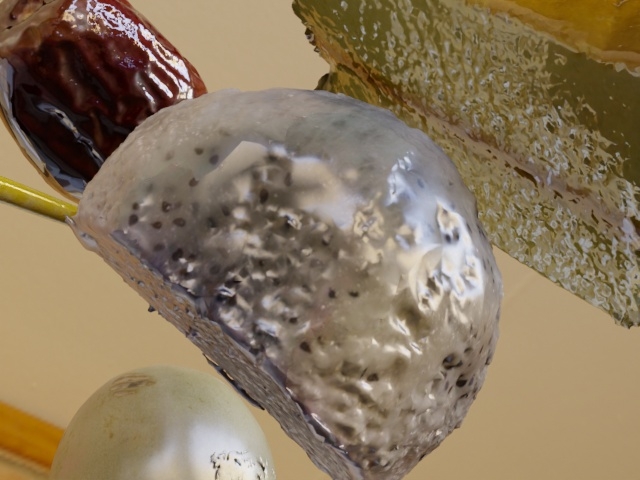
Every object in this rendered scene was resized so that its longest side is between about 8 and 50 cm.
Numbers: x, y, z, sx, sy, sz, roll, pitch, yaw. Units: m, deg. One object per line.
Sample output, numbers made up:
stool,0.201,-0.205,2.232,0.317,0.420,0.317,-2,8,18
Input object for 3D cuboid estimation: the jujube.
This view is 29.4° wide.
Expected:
jujube,-0.206,-0.129,1.152,0.183,0.183,0.243,-29,-46,6

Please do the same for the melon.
melon,-0.180,0.309,1.419,0.268,0.330,0.268,-2,-36,-2

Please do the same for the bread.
bread,0.108,-0.107,0.965,0.362,0.245,0.233,8,-49,21

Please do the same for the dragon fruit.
dragon fruit,0.000,0.000,0.764,0.204,0.283,0.221,-47,-10,-11

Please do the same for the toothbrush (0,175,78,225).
toothbrush,-0.187,-0.018,0.914,0.288,0.024,0.021,23,-96,-38
